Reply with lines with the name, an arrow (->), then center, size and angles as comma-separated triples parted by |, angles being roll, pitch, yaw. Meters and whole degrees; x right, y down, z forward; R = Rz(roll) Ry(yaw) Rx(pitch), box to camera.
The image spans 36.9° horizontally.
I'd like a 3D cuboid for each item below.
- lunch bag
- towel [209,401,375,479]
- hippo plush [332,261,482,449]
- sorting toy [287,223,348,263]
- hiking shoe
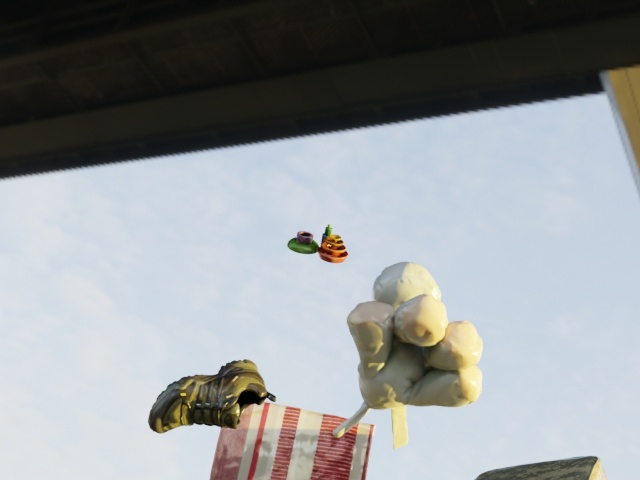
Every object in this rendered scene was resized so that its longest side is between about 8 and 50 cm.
lunch bag -> 0.454, 0.600, 1.950 | 0.305, 0.212, 0.256 | -18, -88, 29
towel -> -0.063, 0.474, 2.047 | 0.328, 0.237, 0.037 | 11, -24, 3
hippo plush -> 0.165, 0.171, 1.640 | 0.234, 0.237, 0.294 | 9, -59, 8
sorting toy -> 0.000, 0.000, 1.487 | 0.102, 0.061, 0.042 | 18, -67, 23
hiking shoe -> -0.197, 0.295, 1.727 | 0.114, 0.226, 0.086 | 44, -29, 46
